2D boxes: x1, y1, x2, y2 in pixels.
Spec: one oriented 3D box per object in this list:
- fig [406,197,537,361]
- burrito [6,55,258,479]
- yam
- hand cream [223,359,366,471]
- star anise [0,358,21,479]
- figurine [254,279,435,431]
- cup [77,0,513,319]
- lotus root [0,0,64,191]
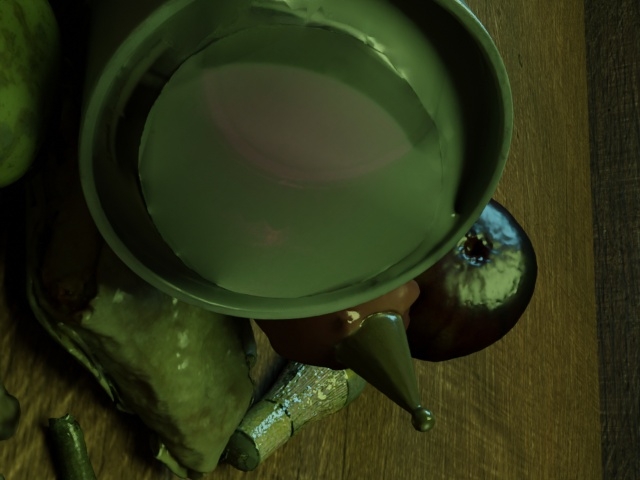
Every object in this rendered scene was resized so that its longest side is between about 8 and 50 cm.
[{"bbox_3d":[0.158,0.042,1.184,0.235,0.235,0.214,-61,173,-49],"label":"fig"},{"bbox_3d":[-0.145,0.039,0.715,0.175,0.107,0.347,-87,156,-48],"label":"burrito"},{"bbox_3d":[-0.175,0.187,0.692,0.033,0.027,0.129,-16,103,-23],"label":"yam"},{"bbox_3d":[-0.029,0.169,0.933,0.203,0.084,0.084,-35,115,-55],"label":"hand cream"},{"bbox_3d":[-0.254,0.148,0.452,0.332,0.118,0.331,28,56,-53],"label":"star anise"},{"bbox_3d":[0.000,0.000,0.793,0.207,0.166,0.387,55,1,-42],"label":"figurine"},{"bbox_3d":[-0.036,-0.147,0.651,0.253,0.253,0.371,57,12,-41],"label":"cup"},{"bbox_3d":[-0.262,-0.127,0.472,0.309,0.173,0.173,33,55,-48],"label":"lotus root"}]
